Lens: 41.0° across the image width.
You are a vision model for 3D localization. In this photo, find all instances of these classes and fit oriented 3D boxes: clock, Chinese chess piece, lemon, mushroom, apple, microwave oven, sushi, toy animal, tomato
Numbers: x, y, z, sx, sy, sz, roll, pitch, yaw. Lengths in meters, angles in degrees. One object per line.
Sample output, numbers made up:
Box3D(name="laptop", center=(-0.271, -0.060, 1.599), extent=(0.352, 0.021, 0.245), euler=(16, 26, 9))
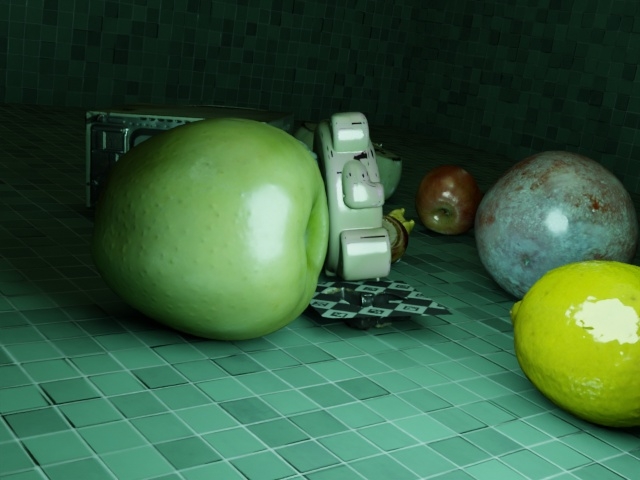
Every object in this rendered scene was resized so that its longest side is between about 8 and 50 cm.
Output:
Box3D(name="clock", center=(0.052, -0.084, 1.636), extent=(0.114, 0.309, 0.284), euler=(-5, 4, -5))
Box3D(name="Chinese chess piece", center=(0.075, -0.240, 2.561), extent=(0.350, 0.146, 0.349), euler=(19, 13, -4))
Box3D(name="lemon", center=(0.398, 0.141, 1.191), extent=(0.236, 0.235, 0.263), euler=(2, 32, -24))
Box3D(name="mushroom", center=(0.129, -0.001, 1.818), extent=(0.127, 0.127, 0.087), euler=(14, -29, 21))
Box3D(name="apple", center=(0.335, -0.106, 2.221), extent=(0.199, 0.199, 0.199), euler=(8, 14, -2))
Box3D(name="microwave oven", center=(-0.279, -0.169, 1.915), extent=(0.395, 0.247, 0.333), euler=(5, 15, 10))
Box3D(name="sushi", center=(0.078, 0.119, 1.457), extent=(0.220, 0.047, 0.231), euler=(0, 11, -16))
Box3D(name="toy animal", center=(0.138, -0.020, 2.023), extent=(0.159, 0.083, 0.070), euler=(-13, 50, -30))
Box3D(name="apple", center=(-0.155, -0.021, 1.292), extent=(0.358, 0.357, 0.357), euler=(8, 14, -2))
Box3D(name="tomato", center=(0.466, -0.020, 1.697), extent=(0.317, 0.316, 0.282), euler=(16, 35, 28))

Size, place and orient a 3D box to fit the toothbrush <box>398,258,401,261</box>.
Box3D(name="toothbrush", center=(0.000, 0.000, 1.910), extent=(0.375, 0.028, 0.037), euler=(13, 9, 15))

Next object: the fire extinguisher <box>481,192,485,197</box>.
Box3D(name="fire extinguisher", center=(0.482, -0.086, 2.381), extent=(0.311, 0.095, 0.114), euler=(8, 40, -4))

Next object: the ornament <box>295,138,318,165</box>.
Box3D(name="ornament", center=(-0.087, -0.073, 1.662), extent=(0.130, 0.285, 0.120), euler=(30, 35, 20))
